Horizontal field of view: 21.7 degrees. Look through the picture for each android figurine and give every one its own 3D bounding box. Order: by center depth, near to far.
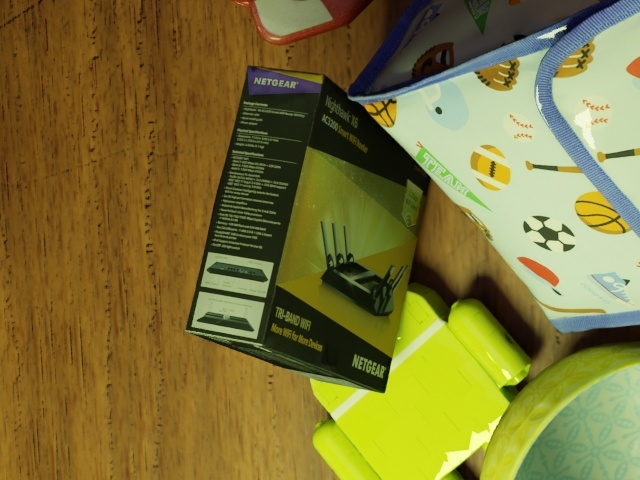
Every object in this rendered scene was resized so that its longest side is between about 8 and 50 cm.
[{"bbox_3d":[0.096,0.158,1.716,0.248,0.056,0.273,-42,82,24],"label":"android figurine"}]

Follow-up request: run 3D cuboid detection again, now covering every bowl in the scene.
[{"bbox_3d":[0.260,0.207,1.576,0.156,0.289,0.289,46,122,58],"label":"bowl"}]

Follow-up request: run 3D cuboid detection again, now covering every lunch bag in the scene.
[{"bbox_3d":[0.270,-0.101,1.368,0.385,0.239,0.328,-10,130,50],"label":"lunch bag"}]

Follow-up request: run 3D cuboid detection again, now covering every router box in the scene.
[{"bbox_3d":[0.000,0.000,1.559,0.081,0.309,0.243,9,82,24],"label":"router box"}]

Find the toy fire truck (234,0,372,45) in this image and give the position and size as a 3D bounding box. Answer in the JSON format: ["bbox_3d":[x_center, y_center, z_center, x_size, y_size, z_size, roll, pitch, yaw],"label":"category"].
[{"bbox_3d":[-0.013,-0.359,1.636,0.254,0.169,0.302,-18,92,7],"label":"toy fire truck"}]
